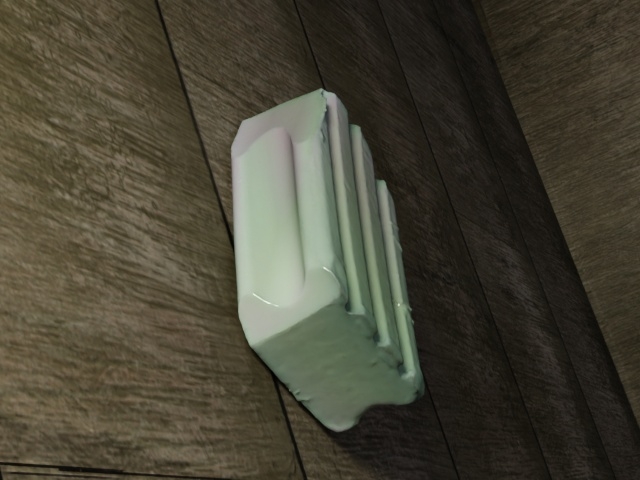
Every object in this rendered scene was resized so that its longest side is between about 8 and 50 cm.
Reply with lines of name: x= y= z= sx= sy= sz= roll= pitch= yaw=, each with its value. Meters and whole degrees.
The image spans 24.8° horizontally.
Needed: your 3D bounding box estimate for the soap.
soap: x=0.000 y=0.000 z=1.520 sx=0.208 sy=0.115 sz=0.347 roll=52 pitch=22 yaw=-39
